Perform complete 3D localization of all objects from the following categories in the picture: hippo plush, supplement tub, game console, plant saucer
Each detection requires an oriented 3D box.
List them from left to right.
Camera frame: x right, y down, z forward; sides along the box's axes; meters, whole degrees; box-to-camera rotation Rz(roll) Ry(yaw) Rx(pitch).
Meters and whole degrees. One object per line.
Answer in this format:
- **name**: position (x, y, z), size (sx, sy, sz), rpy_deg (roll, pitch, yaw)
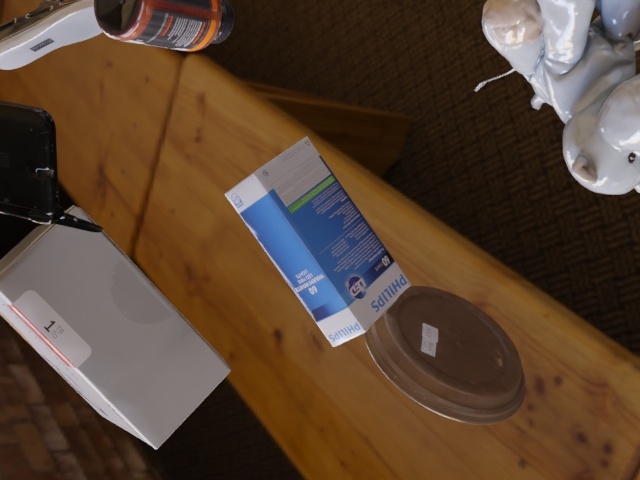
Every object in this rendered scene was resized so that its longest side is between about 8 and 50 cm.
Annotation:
- **game console**: position (-0.210, -0.052, 0.620), size (0.122, 0.071, 0.107), rpy_deg (12, 117, 13)
- **supplement tub**: position (-0.210, -0.320, 1.331), size (0.106, 0.197, 0.106), rpy_deg (2, 93, 37)
- **plant saucer**: position (0.197, 0.164, 1.467), size (0.278, 0.277, 0.041), rpy_deg (60, 135, 39)
- **hippo plush**: position (0.311, -0.177, 1.134), size (0.294, 0.234, 0.237), rpy_deg (-40, 51, 43)

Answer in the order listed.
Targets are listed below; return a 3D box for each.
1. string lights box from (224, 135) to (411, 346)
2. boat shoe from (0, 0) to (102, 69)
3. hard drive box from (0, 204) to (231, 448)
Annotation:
- **string lights box**: position (0.000, 0.000, 1.324), size (0.076, 0.133, 0.260), rpy_deg (-31, 96, 44)
- **boat shoe**: position (-0.431, -0.352, 1.533), size (0.228, 0.080, 0.076), rpy_deg (-24, 72, 14)
- **hard drive box**: position (-0.198, 0.072, 0.826), size (0.089, 0.181, 0.232), rpy_deg (-46, 13, -19)
